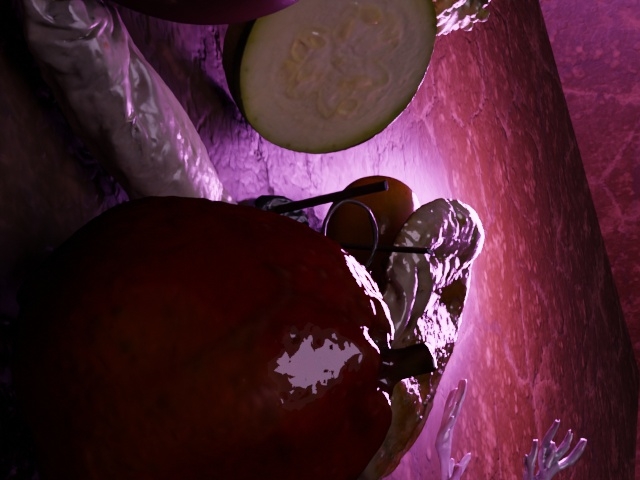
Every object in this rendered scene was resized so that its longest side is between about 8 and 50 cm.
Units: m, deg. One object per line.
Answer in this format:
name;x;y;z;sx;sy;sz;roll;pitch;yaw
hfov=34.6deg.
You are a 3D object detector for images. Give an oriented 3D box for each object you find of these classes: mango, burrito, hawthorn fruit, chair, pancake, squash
mango;0.056;0.008;1.302;0.253;0.113;0.138;-61;140;-43
burrito;-0.152;-0.081;0.931;0.117;0.076;0.392;-82;153;-45
hawthorn fruit;-0.068;0.092;0.776;0.265;0.307;0.265;-6;90;-85
chair;0.001;-0.001;1.107;0.095;0.221;0.104;-49;121;-27
pancake;0.115;0.123;1.264;0.387;0.082;0.387;16;90;-72
squash;0.010;-0.212;1.156;0.252;0.252;0.049;51;3;-47

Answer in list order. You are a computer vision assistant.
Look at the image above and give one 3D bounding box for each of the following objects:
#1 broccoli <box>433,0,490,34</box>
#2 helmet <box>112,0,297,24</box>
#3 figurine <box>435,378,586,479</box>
broccoli;0.061;-0.375;1.291;0.347;0.281;0.293;36;15;-10
helmet;-0.118;-0.299;0.847;0.385;0.230;0.337;34;17;-24
figurine;0.197;0.348;1.342;0.315;0.206;0.284;16;93;-69
